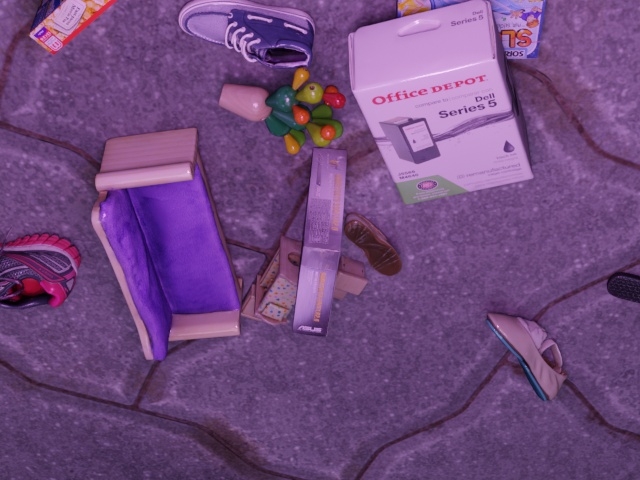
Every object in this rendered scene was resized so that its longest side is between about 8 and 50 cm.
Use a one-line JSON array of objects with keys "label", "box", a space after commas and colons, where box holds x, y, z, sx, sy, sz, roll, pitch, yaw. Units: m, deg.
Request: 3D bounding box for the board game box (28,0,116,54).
[{"label": "board game box", "box": [-0.284, -0.344, 1.460, 0.193, 0.147, 0.045, -33, 125, 28]}]

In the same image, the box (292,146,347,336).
[{"label": "box", "box": [0.000, 0.000, 1.730, 0.056, 0.231, 0.183, 7, 132, -2]}]

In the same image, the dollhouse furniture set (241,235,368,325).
[{"label": "dollhouse furniture set", "box": [-0.030, 0.109, 1.921, 0.161, 0.101, 0.182, 18, 131, -17]}]

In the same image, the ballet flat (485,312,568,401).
[{"label": "ballet flat", "box": [0.374, 0.190, 2.026, 0.086, 0.086, 0.248, -22, 131, 20]}]

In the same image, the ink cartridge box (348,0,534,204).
[{"label": "ink cartridge box", "box": [0.172, -0.185, 1.594, 0.198, 0.115, 0.273, -11, 144, 15]}]

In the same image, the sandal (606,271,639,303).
[{"label": "sandal", "box": [0.579, 0.087, 1.952, 0.179, 0.040, 0.067, 18, 127, 2]}]

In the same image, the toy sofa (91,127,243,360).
[{"label": "toy sofa", "box": [-0.229, 0.017, 1.783, 0.150, 0.177, 0.363, -6, 132, 6]}]

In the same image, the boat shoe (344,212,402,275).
[{"label": "boat shoe", "box": [0.087, 0.003, 1.860, 0.050, 0.045, 0.135, -31, 123, 16]}]

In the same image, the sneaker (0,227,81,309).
[{"label": "sneaker", "box": [-0.548, 0.060, 1.868, 0.299, 0.112, 0.121, -7, 133, 8]}]

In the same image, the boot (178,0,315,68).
[{"label": "boot", "box": [-0.101, -0.282, 1.560, 0.190, 0.086, 0.069, 3, 134, -3]}]

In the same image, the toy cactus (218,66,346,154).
[{"label": "toy cactus", "box": [-0.050, -0.191, 1.609, 0.180, 0.112, 0.219, 16, 176, -6]}]

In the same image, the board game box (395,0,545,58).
[{"label": "board game box", "box": [0.204, -0.314, 1.565, 0.201, 0.035, 0.136, -1, 133, 1]}]
